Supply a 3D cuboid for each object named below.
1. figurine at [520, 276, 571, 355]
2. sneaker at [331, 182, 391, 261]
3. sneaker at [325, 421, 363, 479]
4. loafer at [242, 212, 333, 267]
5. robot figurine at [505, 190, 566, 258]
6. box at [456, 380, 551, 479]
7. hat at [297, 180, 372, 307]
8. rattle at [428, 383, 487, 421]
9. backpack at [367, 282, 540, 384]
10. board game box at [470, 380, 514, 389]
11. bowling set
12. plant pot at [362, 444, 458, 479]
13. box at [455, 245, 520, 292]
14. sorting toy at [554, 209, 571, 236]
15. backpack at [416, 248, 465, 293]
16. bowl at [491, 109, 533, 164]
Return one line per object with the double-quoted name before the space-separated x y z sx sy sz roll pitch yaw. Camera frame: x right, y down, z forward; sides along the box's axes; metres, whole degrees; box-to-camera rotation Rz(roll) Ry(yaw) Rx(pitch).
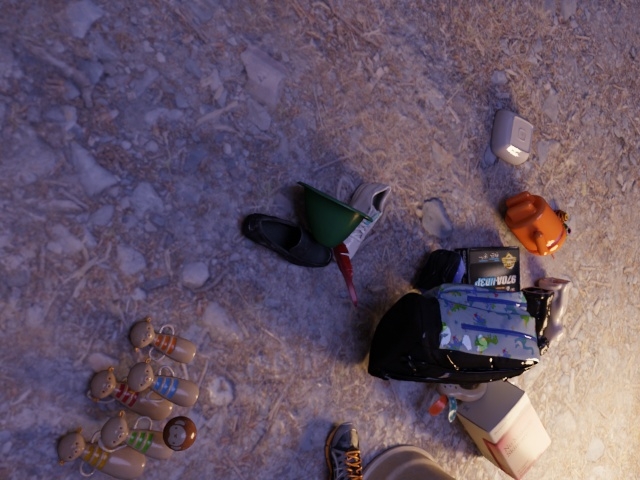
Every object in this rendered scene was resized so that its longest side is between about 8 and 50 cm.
"figurine" 0.661 0.230 1.706 0.214 0.092 0.210 -14 105 -46
"sneaker" 0.093 -0.045 1.314 0.080 0.094 0.212 37 69 -30
"sneaker" 0.062 0.514 1.289 0.084 0.083 0.215 6 85 -33
"loafer" -0.057 0.004 1.216 0.223 0.078 0.076 25 76 -32
"robot figurine" 0.613 -0.041 1.657 0.128 0.158 0.219 -48 117 -1
"box" 0.480 0.485 1.521 0.148 0.127 0.232 -43 121 -14
"hat" 0.000 0.000 1.219 0.173 0.208 0.184 23 95 -51
"rattle" 0.352 0.338 1.436 0.199 0.143 0.130 -23 66 -41
"backpack" 0.324 0.218 1.320 0.355 0.290 0.273 18 59 -9
"board game box" 0.473 0.432 1.611 0.154 0.026 0.104 16 80 -34
"bowling set" -0.298 0.273 0.979 0.154 0.199 0.287 31 68 -29
"plant pot" 0.271 0.668 1.296 0.333 0.305 0.334 0 89 -35
"box" 0.461 0.104 1.593 0.220 0.051 0.175 0 89 -35
"sorting toy" 0.759 -0.048 1.811 0.061 0.042 0.102 -44 113 -27
"backpack" 0.307 0.087 1.463 0.101 0.098 0.120 48 60 -57
"bowl" 0.557 -0.298 1.669 0.142 0.053 0.142 17 81 -33
